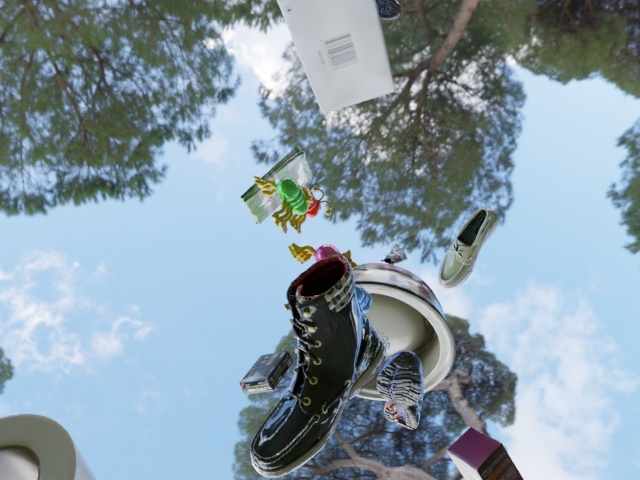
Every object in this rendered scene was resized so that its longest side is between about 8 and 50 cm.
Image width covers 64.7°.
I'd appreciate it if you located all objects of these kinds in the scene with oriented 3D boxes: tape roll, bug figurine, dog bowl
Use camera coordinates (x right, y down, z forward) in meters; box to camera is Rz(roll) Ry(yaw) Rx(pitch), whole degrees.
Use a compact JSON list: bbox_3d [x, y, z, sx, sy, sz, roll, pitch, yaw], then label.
[{"bbox_3d":[-0.521,0.447,0.861,0.246,0.169,0.246,1,-137,-1],"label":"tape roll"},{"bbox_3d":[0.000,0.000,0.779,0.072,0.216,0.279,-31,-110,7],"label":"bug figurine"},{"bbox_3d":[0.155,0.238,1.377,0.408,0.408,0.150,30,-147,-5],"label":"dog bowl"}]

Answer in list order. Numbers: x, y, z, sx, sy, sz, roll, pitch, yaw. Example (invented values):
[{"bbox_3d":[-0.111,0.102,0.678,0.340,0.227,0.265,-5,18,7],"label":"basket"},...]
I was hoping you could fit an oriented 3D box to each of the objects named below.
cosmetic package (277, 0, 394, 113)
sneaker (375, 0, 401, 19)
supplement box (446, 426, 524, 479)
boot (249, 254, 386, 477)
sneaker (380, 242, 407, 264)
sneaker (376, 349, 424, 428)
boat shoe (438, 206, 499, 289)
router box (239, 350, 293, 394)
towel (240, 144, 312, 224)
[{"bbox_3d":[0.025,-0.385,0.852,0.138,0.224,0.224,-15,-127,11],"label":"cosmetic package"},{"bbox_3d":[0.137,-0.550,1.185,0.170,0.051,0.089,31,-148,33],"label":"sneaker"},{"bbox_3d":[0.364,0.503,1.064,0.081,0.104,0.188,-36,-78,-17],"label":"supplement box"},{"bbox_3d":[-0.019,0.146,0.616,0.236,0.085,0.178,-41,-52,-31],"label":"boot"},{"bbox_3d":[0.204,0.043,1.463,0.069,0.098,0.038,-25,-72,-2],"label":"sneaker"},{"bbox_3d":[0.154,0.261,0.935,0.083,0.221,0.087,13,-130,17],"label":"sneaker"},{"bbox_3d":[0.465,0.021,1.643,0.094,0.109,0.302,21,-80,-47],"label":"boat shoe"},{"bbox_3d":[-0.137,0.336,1.288,0.038,0.092,0.122,66,-151,-15],"label":"router box"},{"bbox_3d":[-0.080,-0.102,0.982,0.152,0.113,0.023,-44,-115,-11],"label":"towel"}]
